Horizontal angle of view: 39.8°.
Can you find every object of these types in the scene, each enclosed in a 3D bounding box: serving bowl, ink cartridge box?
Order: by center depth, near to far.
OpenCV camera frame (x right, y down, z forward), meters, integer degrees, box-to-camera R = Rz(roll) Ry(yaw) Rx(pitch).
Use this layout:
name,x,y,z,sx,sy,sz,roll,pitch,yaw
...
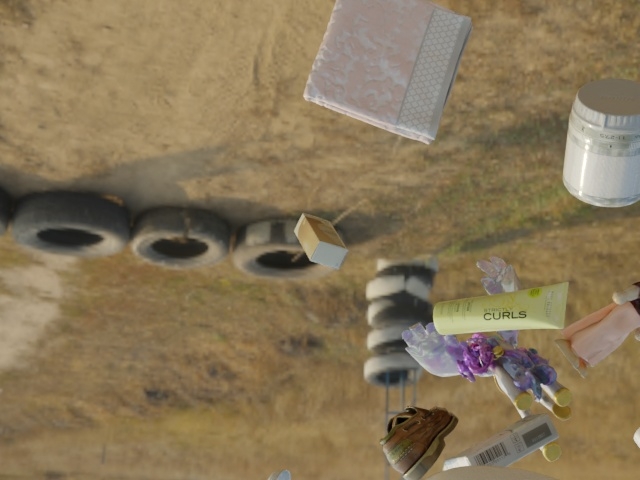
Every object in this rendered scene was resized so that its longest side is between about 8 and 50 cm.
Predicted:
name,x,y,z,sx,sy,sz,roll,pitch,yaw
serving bowl,-0.086,0.469,1.663,0.027,0.083,0.083,11,167,23
ink cartridge box,0.309,0.394,1.665,0.189,0.066,0.232,-22,176,-22

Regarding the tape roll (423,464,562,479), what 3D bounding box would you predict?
name,x,y,z,sx,sy,sz,roll,pitch,yaw
tape roll,0.218,0.384,0.823,0.392,0.392,0.072,-17,-162,47

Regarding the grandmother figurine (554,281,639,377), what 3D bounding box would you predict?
name,x,y,z,sx,sy,sz,roll,pitch,yaw
grandmother figurine,0.648,0.140,1.820,0.342,0.104,0.208,-38,149,10

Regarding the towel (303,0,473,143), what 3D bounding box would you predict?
name,x,y,z,sx,sy,sz,roll,pitch,yaw
towel,0.157,-0.415,1.988,0.316,0.332,0.053,20,166,-4

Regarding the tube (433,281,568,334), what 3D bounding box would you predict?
name,x,y,z,sx,sy,sz,roll,pitch,yaw
tube,0.313,0.123,1.538,0.240,0.070,0.062,-9,179,36

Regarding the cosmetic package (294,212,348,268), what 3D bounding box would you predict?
name,x,y,z,sx,sy,sz,roll,pitch,yaw
cosmetic package,0.000,0.000,1.530,0.060,0.041,0.115,17,-160,-26

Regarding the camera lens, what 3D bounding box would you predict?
name,x,y,z,sx,sy,sz,roll,pitch,yaw
camera lens,0.727,-0.238,2.208,0.219,0.219,0.274,0,127,7

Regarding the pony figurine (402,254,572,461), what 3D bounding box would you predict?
name,x,y,z,sx,sy,sz,roll,pitch,yaw
pony figurine,0.393,0.264,1.949,0.302,0.363,0.351,-36,124,-2

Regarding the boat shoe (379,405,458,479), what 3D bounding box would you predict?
name,x,y,z,sx,sy,sz,roll,pitch,yaw
boat shoe,0.192,0.368,1.731,0.104,0.111,0.307,42,-169,8

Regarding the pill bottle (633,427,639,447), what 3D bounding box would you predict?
name,x,y,z,sx,sy,sz,roll,pitch,yaw
pill bottle,0.843,0.529,2.121,0.108,0.193,0.108,-12,128,-15
